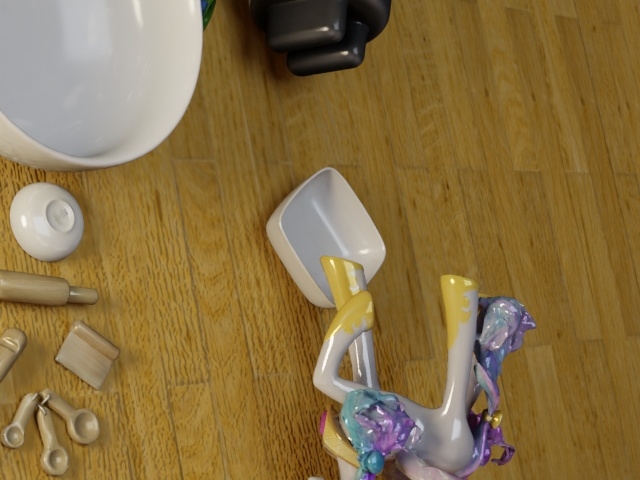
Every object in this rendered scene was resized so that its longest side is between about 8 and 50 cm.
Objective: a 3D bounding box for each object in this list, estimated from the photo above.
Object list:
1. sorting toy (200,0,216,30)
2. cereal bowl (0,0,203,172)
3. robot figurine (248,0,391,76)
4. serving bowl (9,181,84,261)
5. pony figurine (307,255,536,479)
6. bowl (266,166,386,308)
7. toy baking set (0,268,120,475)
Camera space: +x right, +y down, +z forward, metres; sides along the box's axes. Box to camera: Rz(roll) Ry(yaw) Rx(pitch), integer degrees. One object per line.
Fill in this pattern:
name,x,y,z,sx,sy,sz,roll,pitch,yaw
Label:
sorting toy,-0.154,-0.253,1.706,0.042,0.061,0.102,24,44,3
cereal bowl,-0.278,-0.227,1.478,0.339,0.141,0.339,12,75,-52
robot figurine,0.007,-0.338,1.801,0.173,0.209,0.278,10,65,-11
serving bowl,-0.270,-0.021,1.513,0.083,0.027,0.083,19,62,-41
pony figurine,0.119,0.224,1.657,0.351,0.303,0.363,14,80,-12
bowl,0.000,0.000,1.762,0.142,0.053,0.142,57,45,-14
toy baking set,-0.294,0.120,1.435,0.256,0.030,0.197,16,65,-41
